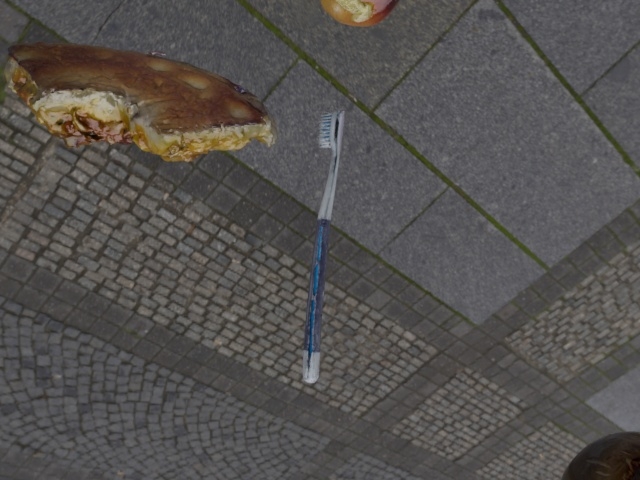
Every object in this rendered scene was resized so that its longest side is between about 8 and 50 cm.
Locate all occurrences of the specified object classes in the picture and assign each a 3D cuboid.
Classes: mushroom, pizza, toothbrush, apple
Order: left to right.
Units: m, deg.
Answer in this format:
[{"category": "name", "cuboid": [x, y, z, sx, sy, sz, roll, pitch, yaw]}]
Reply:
[{"category": "pizza", "cuboid": [-0.197, -0.142, 0.567, 0.306, 0.161, 0.085, 15, 132, 1]}, {"category": "toothbrush", "cuboid": [0.000, 0.000, 0.546, 0.026, 0.288, 0.024, 1, 170, 25]}, {"category": "apple", "cuboid": [0.083, -0.518, 1.048, 0.199, 0.199, 0.199, -5, 125, -7]}, {"category": "mushroom", "cuboid": [0.288, 0.248, 0.515, 0.171, 0.080, 0.135, 31, 100, -38]}]
